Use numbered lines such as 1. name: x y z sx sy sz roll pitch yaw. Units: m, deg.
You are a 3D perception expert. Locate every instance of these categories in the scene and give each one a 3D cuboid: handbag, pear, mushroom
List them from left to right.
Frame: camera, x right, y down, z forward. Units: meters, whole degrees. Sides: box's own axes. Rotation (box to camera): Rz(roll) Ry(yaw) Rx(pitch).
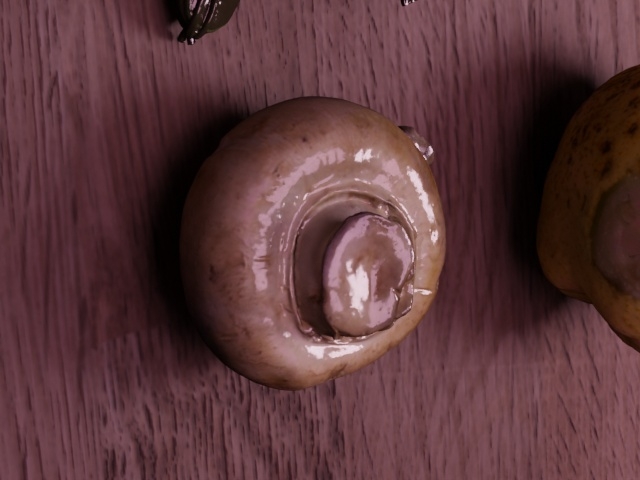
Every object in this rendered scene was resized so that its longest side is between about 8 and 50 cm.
1. handbag: -0.091 -0.211 1.600 0.072 0.047 0.111 17 88 -45
2. mushroom: 0.000 0.000 1.632 0.254 0.184 0.255 -4 99 -24
3. pear: 0.328 -0.027 1.842 0.271 0.271 0.271 -8 104 -37

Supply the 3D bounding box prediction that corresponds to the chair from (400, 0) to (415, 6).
1. chair: 0.100 -0.252 1.639 0.084 0.212 0.101 -28 114 -32
